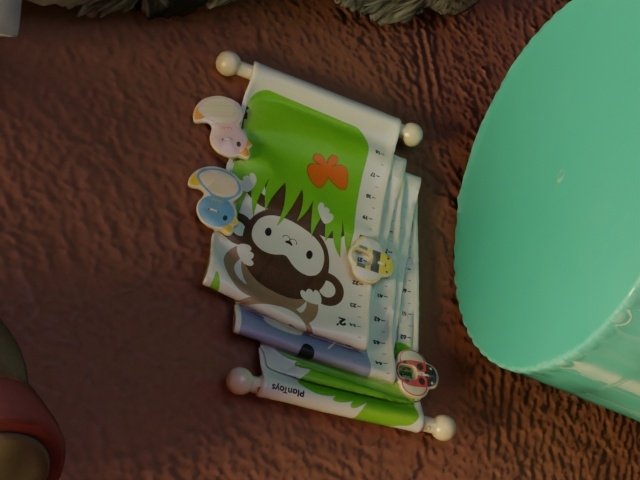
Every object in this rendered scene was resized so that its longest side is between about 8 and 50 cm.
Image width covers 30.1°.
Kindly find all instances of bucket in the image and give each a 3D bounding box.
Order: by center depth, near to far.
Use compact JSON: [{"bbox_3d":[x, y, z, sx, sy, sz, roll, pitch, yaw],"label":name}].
[{"bbox_3d":[0.219,-0.016,0.724,0.183,0.281,0.281,16,61,-21],"label":"bucket"}]

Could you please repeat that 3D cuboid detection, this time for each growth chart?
[{"bbox_3d":[0.000,0.000,0.730,0.172,0.021,0.237,11,62,-25],"label":"growth chart"}]

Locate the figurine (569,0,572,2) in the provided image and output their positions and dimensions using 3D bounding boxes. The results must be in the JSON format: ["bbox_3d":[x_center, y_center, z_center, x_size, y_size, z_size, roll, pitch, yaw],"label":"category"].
[{"bbox_3d":[0.237,-0.250,0.954,0.209,0.092,0.215,-31,85,-33],"label":"figurine"}]

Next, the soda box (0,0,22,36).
[{"bbox_3d":[-0.278,-0.160,0.537,0.286,0.091,0.098,2,97,-44],"label":"soda box"}]

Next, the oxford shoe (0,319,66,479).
[{"bbox_3d":[-0.290,0.087,0.479,0.348,0.123,0.130,-5,44,-31],"label":"oxford shoe"}]

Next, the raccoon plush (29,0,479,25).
[{"bbox_3d":[-0.014,-0.324,0.772,0.446,0.216,0.299,-6,63,-33],"label":"raccoon plush"}]
